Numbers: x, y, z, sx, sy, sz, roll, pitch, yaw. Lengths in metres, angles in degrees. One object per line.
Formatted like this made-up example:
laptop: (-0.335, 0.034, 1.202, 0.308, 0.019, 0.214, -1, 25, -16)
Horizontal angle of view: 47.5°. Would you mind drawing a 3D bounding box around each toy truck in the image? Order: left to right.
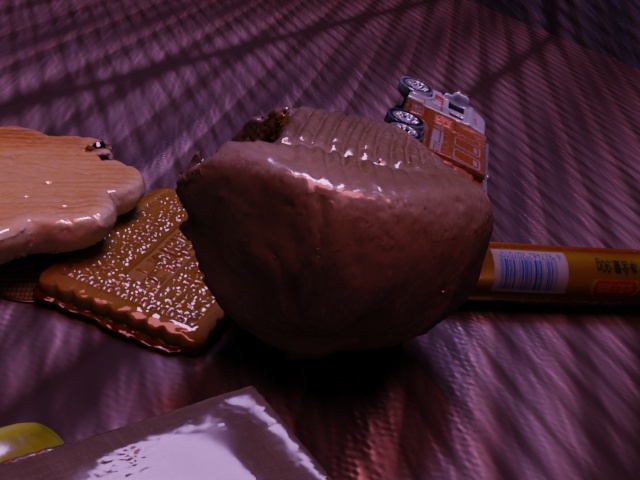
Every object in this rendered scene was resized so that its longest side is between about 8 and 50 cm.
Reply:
toy truck: (0.151, -0.109, 1.003, 0.162, 0.136, 0.305, 22, 31, 1)

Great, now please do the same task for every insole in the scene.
insole: (-0.297, -0.011, 0.758, 0.086, 0.005, 0.253, 5, 29, -16)

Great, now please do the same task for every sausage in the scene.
sausage: (0.260, 0.039, 0.842, 0.371, 0.082, 0.082, 2, 30, -18)

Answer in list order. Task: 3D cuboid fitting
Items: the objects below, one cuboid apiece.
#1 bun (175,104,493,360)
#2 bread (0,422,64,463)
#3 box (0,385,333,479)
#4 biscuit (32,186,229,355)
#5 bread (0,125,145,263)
bun: (0.015, 0.002, 0.665, 0.281, 0.205, 0.281, 10, 26, -5)
bread: (-0.205, 0.152, 0.398, 0.139, 0.130, 0.071, -17, 83, -36)
box: (-0.097, 0.191, 0.328, 0.231, 0.155, 0.149, -11, 37, -36)
biscuit: (-0.150, 0.017, 0.744, 0.172, 0.029, 0.254, 21, 30, 7)
bread: (-0.333, -0.050, 0.738, 0.316, 0.054, 0.316, 6, 26, -3)
